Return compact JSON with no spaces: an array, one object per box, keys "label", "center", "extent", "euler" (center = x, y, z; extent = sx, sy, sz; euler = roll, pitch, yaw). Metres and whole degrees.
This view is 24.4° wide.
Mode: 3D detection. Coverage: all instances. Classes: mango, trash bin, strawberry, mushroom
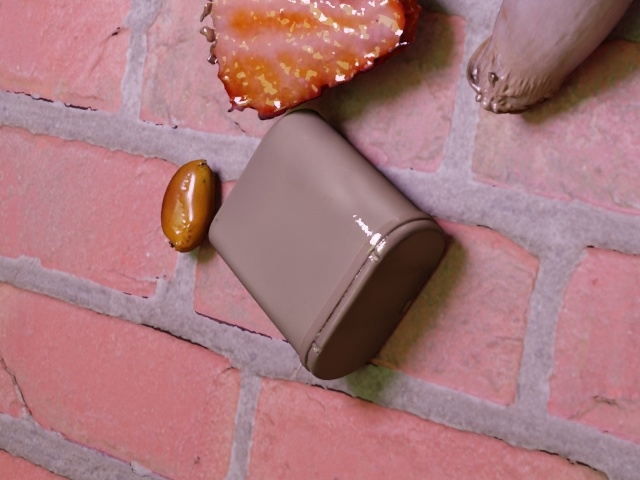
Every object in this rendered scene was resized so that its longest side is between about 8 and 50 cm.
[{"label":"mango","center":[-0.171,-0.046,1.956],"extent":[0.077,0.063,0.127],"euler":[14,93,42]},{"label":"trash bin","center":[0.000,0.000,1.791],"extent":[0.247,0.121,0.243],"euler":[48,118,30]},{"label":"strawberry","center":[-0.014,-0.304,1.790],"extent":[0.280,0.150,0.253],"euler":[-21,94,33]},{"label":"mushroom","center":[0.277,-0.306,1.571],"extent":[0.397,0.126,0.177],"euler":[-66,28,15]}]
